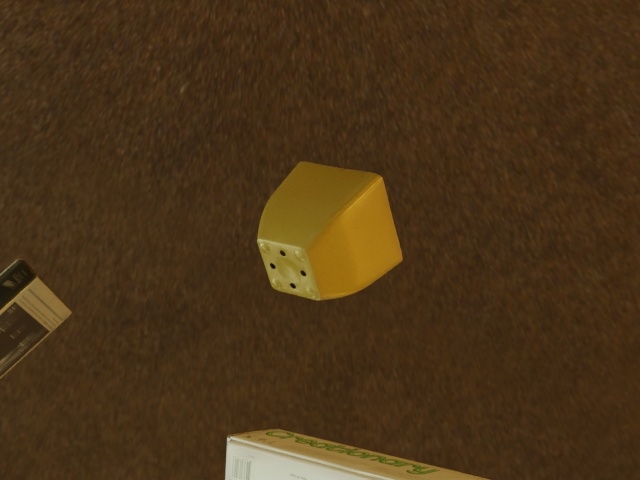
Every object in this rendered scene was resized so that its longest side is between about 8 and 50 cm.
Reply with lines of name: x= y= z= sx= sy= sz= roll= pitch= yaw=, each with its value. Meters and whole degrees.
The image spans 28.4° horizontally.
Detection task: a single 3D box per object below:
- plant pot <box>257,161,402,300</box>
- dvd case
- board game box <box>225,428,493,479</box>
plant pot: x=0.000 y=0.000 z=0.952 sx=0.081 sy=0.083 sz=0.081 roll=11 pitch=131 yaw=37
dvd case: x=-0.337 y=0.122 z=1.150 sx=0.239 sy=0.179 sz=0.029 roll=-44 pitch=81 yaw=-10
board game box: x=0.058 y=0.228 z=0.716 sx=0.053 sy=0.305 sz=0.193 roll=0 pitch=94 yaw=-45
